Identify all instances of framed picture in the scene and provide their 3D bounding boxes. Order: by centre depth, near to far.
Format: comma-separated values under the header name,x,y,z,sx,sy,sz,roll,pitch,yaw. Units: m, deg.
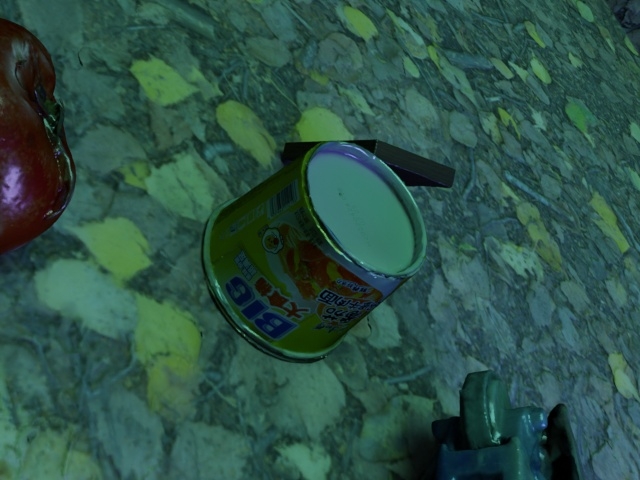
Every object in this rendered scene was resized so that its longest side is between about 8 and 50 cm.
name,x,y,z,sx,sy,sz,roll,pitch,yaw
framed picture,0.054,-0.090,0.898,0.128,0.169,0.023,15,85,-38

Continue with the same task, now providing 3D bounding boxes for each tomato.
name,x,y,z,sx,sy,sz,roll,pitch,yaw
tomato,-0.270,-0.079,0.586,0.187,0.152,0.187,-19,90,-89

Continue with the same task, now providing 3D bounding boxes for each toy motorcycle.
name,x,y,z,sx,sy,sz,roll,pitch,yaw
toy motorcycle,0.194,0.287,0.715,0.241,0.182,0.319,36,40,-18

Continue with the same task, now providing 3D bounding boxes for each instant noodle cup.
name,x,y,z,sx,sy,sz,roll,pitch,yaw
instant noodle cup,0.000,0.000,0.778,0.205,0.153,0.204,25,45,-27
